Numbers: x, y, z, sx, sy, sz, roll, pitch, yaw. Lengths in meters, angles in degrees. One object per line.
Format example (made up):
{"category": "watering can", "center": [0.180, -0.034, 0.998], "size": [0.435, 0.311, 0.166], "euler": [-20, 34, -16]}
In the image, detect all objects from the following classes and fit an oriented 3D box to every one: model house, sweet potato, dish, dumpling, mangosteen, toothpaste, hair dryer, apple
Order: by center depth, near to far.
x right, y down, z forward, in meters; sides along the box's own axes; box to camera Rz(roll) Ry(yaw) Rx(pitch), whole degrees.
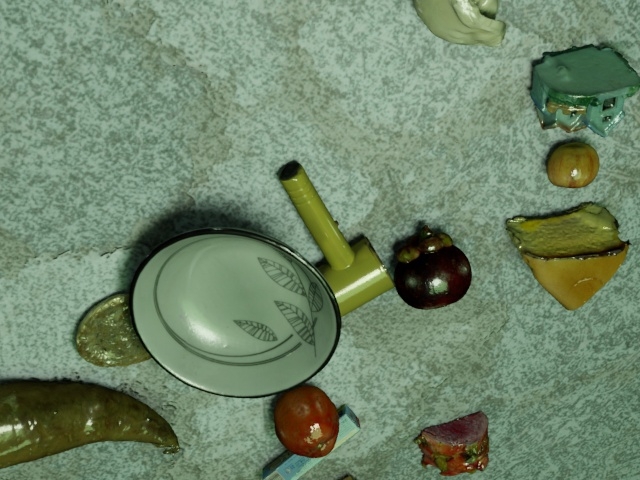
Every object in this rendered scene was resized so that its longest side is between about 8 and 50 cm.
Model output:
{"category": "dumpling", "center": [0.195, -0.328, 1.658], "size": [0.118, 0.136, 0.199], "euler": [-48, 140, 6]}
{"category": "dish", "center": [-0.122, 0.087, 1.814], "size": [0.316, 0.106, 0.317], "euler": [2, 124, 3]}
{"category": "sweet potato", "center": [-0.411, 0.279, 1.852], "size": [0.422, 0.130, 0.131], "euler": [2, 124, -32]}
{"category": "hair dryer", "center": [0.000, 0.000, 1.860], "size": [0.135, 0.090, 0.279], "euler": [-29, 126, 2]}
{"category": "model house", "center": [0.398, -0.205, 1.863], "size": [0.148, 0.119, 0.149], "euler": [-16, 138, -13]}
{"category": "mangosteen", "center": [0.177, 0.042, 1.947], "size": [0.140, 0.140, 0.140], "euler": [-12, 129, -16]}
{"category": "apple", "center": [0.403, -0.121, 1.947], "size": [0.084, 0.084, 0.071], "euler": [-6, 100, -20]}
{"category": "toothpaste", "center": [-0.017, 0.365, 2.148], "size": [0.193, 0.070, 0.044], "euler": [-39, 102, 7]}

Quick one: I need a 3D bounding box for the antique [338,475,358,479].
{"category": "antique", "center": [0.044, 0.539, 2.238], "size": [0.146, 0.152, 0.148], "euler": [-35, 134, 6]}

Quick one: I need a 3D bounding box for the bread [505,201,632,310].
{"category": "bread", "center": [0.413, 0.002, 2.009], "size": [0.160, 0.140, 0.169], "euler": [-37, 131, 13]}

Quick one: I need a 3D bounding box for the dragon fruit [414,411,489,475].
{"category": "dragon fruit", "center": [0.260, 0.394, 2.263], "size": [0.147, 0.096, 0.102], "euler": [-22, 135, -6]}

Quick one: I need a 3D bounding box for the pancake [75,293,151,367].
{"category": "pancake", "center": [-0.300, 0.142, 1.859], "size": [0.151, 0.025, 0.152], "euler": [-13, 128, -17]}

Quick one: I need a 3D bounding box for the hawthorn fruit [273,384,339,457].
{"category": "hawthorn fruit", "center": [-0.022, 0.310, 2.056], "size": [0.128, 0.128, 0.128], "euler": [-12, 129, -16]}
